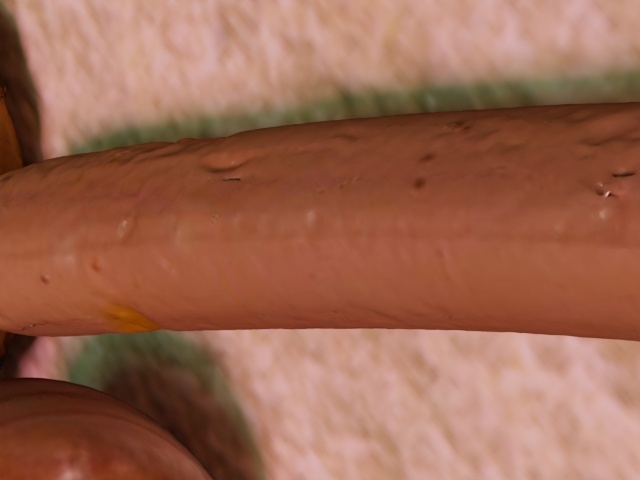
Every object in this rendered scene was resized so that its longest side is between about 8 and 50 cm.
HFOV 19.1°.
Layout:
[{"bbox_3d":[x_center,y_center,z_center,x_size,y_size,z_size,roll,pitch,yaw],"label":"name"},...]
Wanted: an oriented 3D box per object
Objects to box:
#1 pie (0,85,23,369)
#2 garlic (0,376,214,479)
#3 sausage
[{"bbox_3d":[-0.211,-0.022,0.713,0.273,0.069,0.273,10,106,39],"label":"pie"},{"bbox_3d":[-0.121,0.153,0.638,0.191,0.214,0.160,35,164,-28],"label":"garlic"},{"bbox_3d":[0.001,-0.001,0.528,0.301,0.066,0.066,0,105,42],"label":"sausage"}]
